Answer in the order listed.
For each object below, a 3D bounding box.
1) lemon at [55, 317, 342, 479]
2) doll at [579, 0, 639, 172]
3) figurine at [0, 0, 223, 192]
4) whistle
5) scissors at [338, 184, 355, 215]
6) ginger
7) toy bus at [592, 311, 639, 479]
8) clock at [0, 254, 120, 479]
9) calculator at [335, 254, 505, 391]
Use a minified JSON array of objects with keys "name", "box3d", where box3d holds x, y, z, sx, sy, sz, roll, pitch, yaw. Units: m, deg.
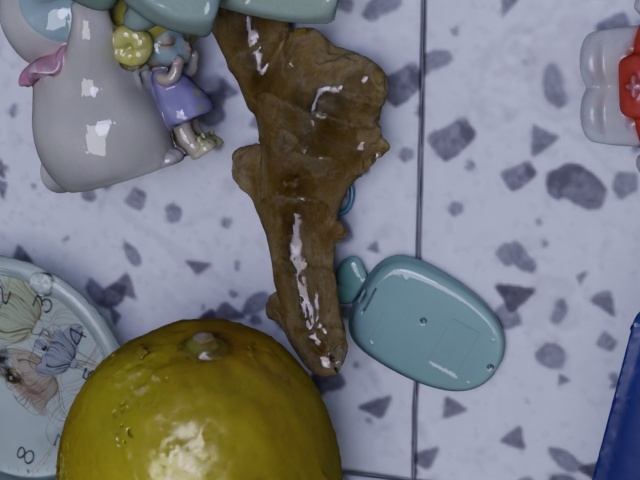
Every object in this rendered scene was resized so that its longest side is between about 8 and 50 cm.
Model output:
[{"name":"lemon","box3d":[-0.095,0.188,1.242,0.236,0.236,0.263,14,101,13]},{"name":"doll","box3d":[0.324,-0.111,1.079,0.290,0.130,0.161,1,93,32]},{"name":"figurine","box3d":[-0.180,-0.164,1.222,0.155,0.127,0.235,-11,103,29]},{"name":"whistle","box3d":[-0.108,-0.205,1.130,0.253,0.105,0.101,11,134,-7]},{"name":"scissors","box3d":[0.000,0.000,1.275,0.058,0.014,0.119,4,103,17]},{"name":"ginger","box3d":[-0.015,-0.061,1.222,0.148,0.081,0.333,0,101,16]},{"name":"toy bus","box3d":[0.275,0.170,1.153,0.138,0.175,0.287,15,110,13]},{"name":"clock","box3d":[-0.268,0.119,1.372,0.237,0.053,0.236,6,109,16]},{"name":"calculator","box3d":[0.077,0.065,1.267,0.153,0.021,0.095,29,112,4]}]
